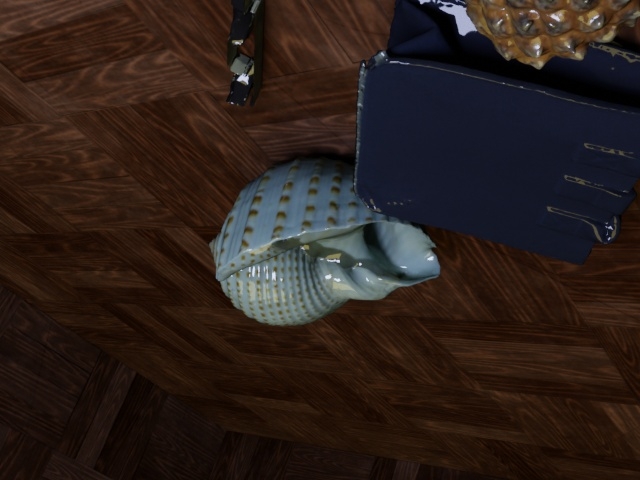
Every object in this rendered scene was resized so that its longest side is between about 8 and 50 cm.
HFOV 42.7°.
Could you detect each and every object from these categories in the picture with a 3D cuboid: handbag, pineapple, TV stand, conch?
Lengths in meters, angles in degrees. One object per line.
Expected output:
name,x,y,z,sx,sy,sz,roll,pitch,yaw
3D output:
handbag,0.209,-0.114,0.920,0.329,0.122,0.303,17,153,9
pineapple,0.205,-0.232,0.656,0.166,0.166,0.193,30,150,-19
TV stand,-0.092,-0.245,0.980,0.042,0.036,0.249,20,154,4
conch,-0.007,-0.014,1.179,0.319,0.215,0.303,-15,155,1
